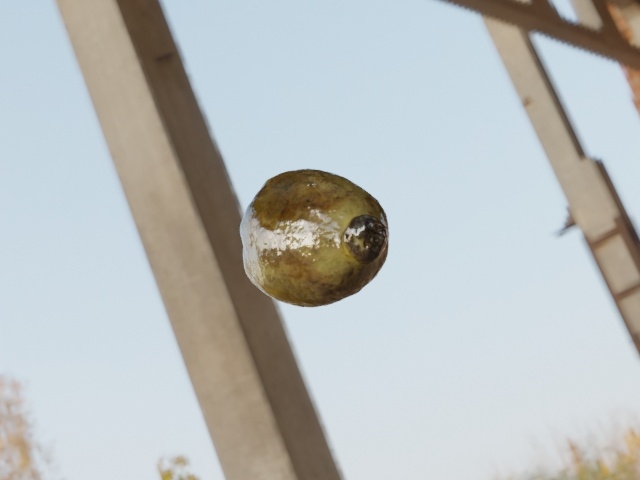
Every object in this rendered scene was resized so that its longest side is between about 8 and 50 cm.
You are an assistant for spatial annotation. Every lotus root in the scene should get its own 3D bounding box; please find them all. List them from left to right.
[{"bbox_3d":[0.000,0.000,1.337,0.138,0.138,0.214,-12,13,-28],"label":"lotus root"}]
